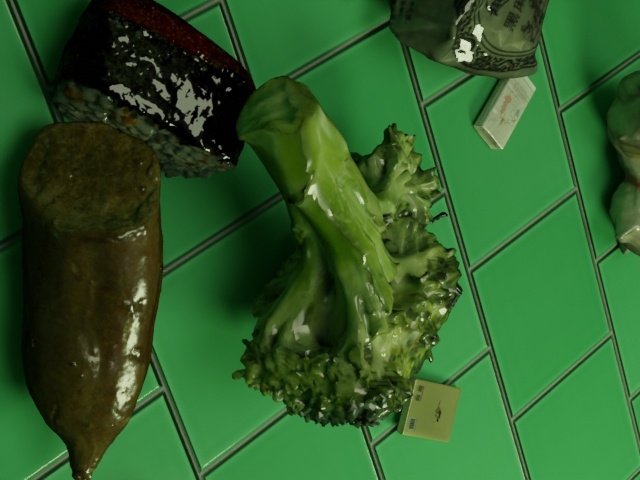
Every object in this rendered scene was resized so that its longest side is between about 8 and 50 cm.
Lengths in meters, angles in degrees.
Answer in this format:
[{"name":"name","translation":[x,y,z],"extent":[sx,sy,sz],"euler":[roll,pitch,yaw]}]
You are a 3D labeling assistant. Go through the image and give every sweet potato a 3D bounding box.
[{"name":"sweet potato","translation":[-0.240,0.067,1.483],"extent":[0.158,0.158,0.369],"euler":[-10,114,-40]}]

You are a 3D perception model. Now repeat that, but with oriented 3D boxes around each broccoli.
[{"name":"broccoli","translation":[0.009,0.034,1.577],"extent":[0.397,0.275,0.353],"euler":[44,30,-73]}]

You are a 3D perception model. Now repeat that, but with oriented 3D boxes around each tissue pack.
[{"name":"tissue pack","translation":[0.252,-0.182,1.960],"extent":[0.056,0.023,0.108],"euler":[46,67,-37]}]

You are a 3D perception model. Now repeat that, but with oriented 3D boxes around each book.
[{"name":"book","translation":[0.147,0.228,1.933],"extent":[0.111,0.014,0.077],"euler":[18,85,-49]}]

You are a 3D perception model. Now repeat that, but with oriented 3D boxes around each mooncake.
[{"name":"mooncake","translation":[0.208,-0.331,1.806],"extent":[0.250,0.136,0.254],"euler":[14,87,-52]}]

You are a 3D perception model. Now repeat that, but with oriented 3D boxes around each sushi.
[{"name":"sushi","translation":[-0.174,-0.157,1.511],"extent":[0.225,0.136,0.126],"euler":[38,64,-34]}]

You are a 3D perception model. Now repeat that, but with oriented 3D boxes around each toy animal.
[{"name":"toy animal","translation":[0.478,-0.102,2.073],"extent":[0.266,0.188,0.308],"euler":[66,13,11]}]

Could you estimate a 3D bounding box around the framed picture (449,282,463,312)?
[{"name":"framed picture","translation":[0.091,0.083,1.867],"extent":[0.195,0.010,0.199],"euler":[49,65,-36]}]
